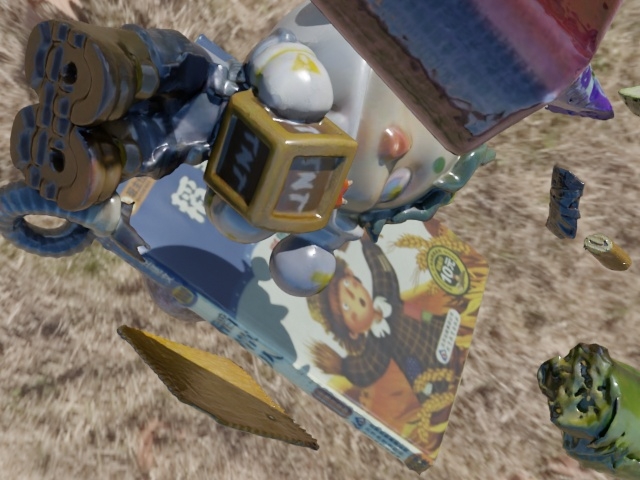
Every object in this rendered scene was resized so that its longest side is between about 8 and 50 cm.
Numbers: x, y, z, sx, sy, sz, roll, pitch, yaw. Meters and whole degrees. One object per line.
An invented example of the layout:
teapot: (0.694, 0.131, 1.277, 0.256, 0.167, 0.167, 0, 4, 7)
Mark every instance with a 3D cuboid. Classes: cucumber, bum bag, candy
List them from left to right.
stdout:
candy: (0.314, -0.230, 1.623, 0.145, 0.275, 0.070, 14, 79, 25)
bum bag: (0.362, -0.053, 1.773, 0.034, 0.058, 0.124, -35, 137, -32)
cucumber: (0.362, -0.147, 1.286, 0.067, 0.107, 0.035, -13, 106, -7)

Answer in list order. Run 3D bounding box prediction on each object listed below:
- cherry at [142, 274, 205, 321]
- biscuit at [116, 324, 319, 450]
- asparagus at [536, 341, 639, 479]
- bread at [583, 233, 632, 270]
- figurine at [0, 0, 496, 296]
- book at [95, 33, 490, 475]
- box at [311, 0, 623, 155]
cherry: (-0.173, 0.032, 1.745, 0.195, 0.195, 0.195, -1, 96, -9)
biscuit: (-0.133, 0.191, 1.547, 0.237, 0.232, 0.013, 24, 101, -45)
asparagus: (0.388, 0.227, 1.296, 0.382, 0.128, 0.108, 28, 121, -32)
bread: (0.435, 0.017, 1.800, 0.083, 0.047, 0.036, 33, 73, -48)
figurine: (-0.015, -0.089, 0.831, 0.382, 0.186, 0.261, -8, 134, -47)
book: (-0.015, 0.006, 1.227, 0.428, 0.039, 0.300, 37, 45, -14)
box: (0.005, -0.144, 0.372, 0.224, 0.069, 0.120, 48, 45, -11)
